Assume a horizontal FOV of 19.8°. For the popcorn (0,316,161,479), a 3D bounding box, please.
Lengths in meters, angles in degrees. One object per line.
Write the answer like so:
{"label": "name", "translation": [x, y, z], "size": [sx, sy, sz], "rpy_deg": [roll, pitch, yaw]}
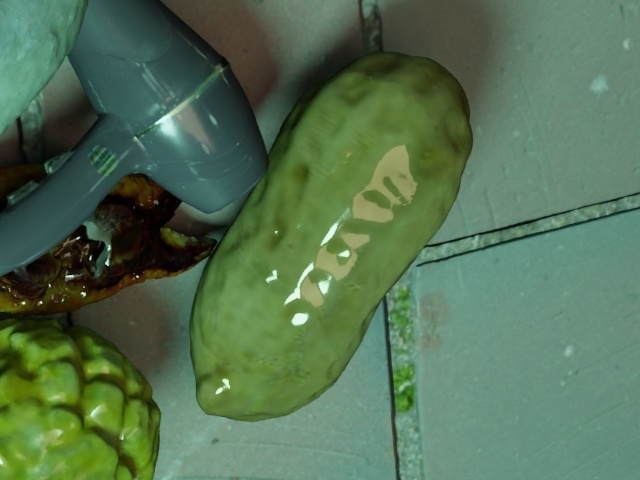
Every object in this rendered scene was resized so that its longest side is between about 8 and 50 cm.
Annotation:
{"label": "popcorn", "translation": [-0.273, 0.192, 1.586], "size": [0.258, 0.224, 0.270], "rpy_deg": [18, 109, -33]}

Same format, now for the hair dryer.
{"label": "hair dryer", "translation": [-0.236, -0.080, 1.496], "size": [0.361, 0.121, 0.301], "rpy_deg": [-46, 107, -25]}

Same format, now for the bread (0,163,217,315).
{"label": "bread", "translation": [-0.216, -0.010, 1.617], "size": [0.269, 0.095, 0.139], "rpy_deg": [-15, 118, -35]}

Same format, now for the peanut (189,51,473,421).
{"label": "peanut", "translation": [0.000, 0.000, 1.668], "size": [0.169, 0.192, 0.387], "rpy_deg": [33, 103, 3]}

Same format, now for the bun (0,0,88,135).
{"label": "bun", "translation": [-0.344, -0.201, 1.362], "size": [0.362, 0.362, 0.211], "rpy_deg": [-25, 154, -14]}
